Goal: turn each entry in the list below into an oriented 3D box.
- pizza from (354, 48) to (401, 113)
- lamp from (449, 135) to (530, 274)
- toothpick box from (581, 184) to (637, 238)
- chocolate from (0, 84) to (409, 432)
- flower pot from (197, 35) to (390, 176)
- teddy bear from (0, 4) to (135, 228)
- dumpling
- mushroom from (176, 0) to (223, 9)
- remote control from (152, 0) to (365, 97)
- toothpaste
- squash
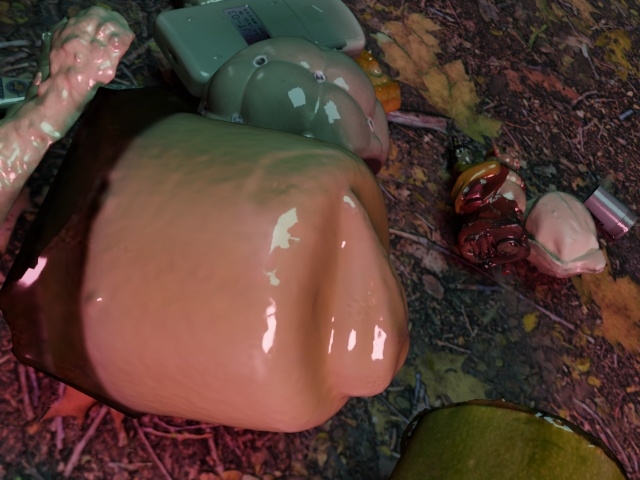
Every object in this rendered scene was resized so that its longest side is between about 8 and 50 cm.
[{"bbox_3d":[-0.013,-0.292,1.291,0.279,0.075,0.288,4,53,-27],"label":"pizza"},{"bbox_3d":[0.252,-0.074,1.258,0.118,0.118,0.253,22,43,-15],"label":"lamp"},{"bbox_3d":[0.484,-0.048,1.408,0.083,0.052,0.052,43,49,6],"label":"toothpick box"},{"bbox_3d":[-0.068,0.024,0.810,0.326,0.296,0.314,48,52,-48],"label":"chocolate"},{"bbox_3d":[-0.039,-0.137,1.058,0.246,0.246,0.195,-21,74,-37],"label":"flower pot"},{"bbox_3d":[-0.438,-0.158,0.816,0.362,0.327,0.375,34,86,-25],"label":"teddy bear"},{"bbox_3d":[0.352,-0.008,1.273,0.136,0.118,0.199,-2,31,-14],"label":"dumpling"},{"bbox_3d":[-0.180,-0.400,1.255,0.099,0.096,0.278,4,56,-37],"label":"mushroom"},{"bbox_3d":[-0.077,-0.284,1.163,0.296,0.056,0.140,-21,67,-33],"label":"remote control"},{"bbox_3d":[-0.315,-0.182,1.069,0.239,0.039,0.062,-2,55,-28],"label":"toothpaste"},{"bbox_3d":[0.141,0.374,0.790,0.263,0.263,0.384,34,48,-4],"label":"squash"}]
